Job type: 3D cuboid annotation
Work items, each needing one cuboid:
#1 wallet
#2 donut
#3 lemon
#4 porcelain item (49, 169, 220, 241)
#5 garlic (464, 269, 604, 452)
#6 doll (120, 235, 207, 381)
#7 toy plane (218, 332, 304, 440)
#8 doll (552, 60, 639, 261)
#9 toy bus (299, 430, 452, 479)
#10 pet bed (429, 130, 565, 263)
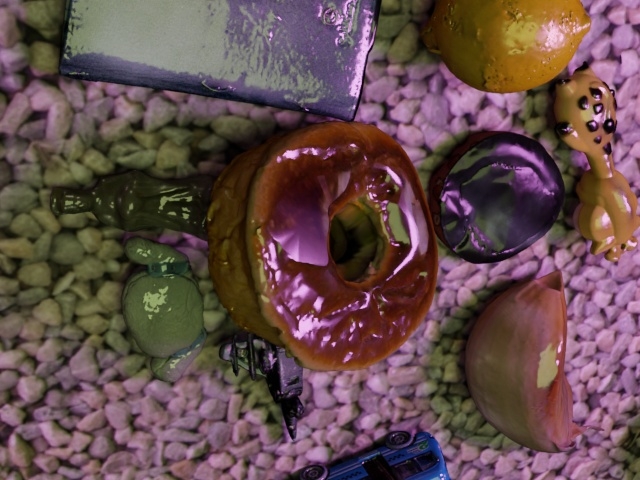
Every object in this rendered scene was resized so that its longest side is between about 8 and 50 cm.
[{"bbox_3d":[-0.113,-0.256,1.265,0.379,0.046,0.190,6,106,-22],"label":"wallet"},{"bbox_3d":[0.000,0.000,1.309,0.330,0.160,0.330,-6,98,-46],"label":"donut"},{"bbox_3d":[0.227,-0.267,1.324,0.206,0.173,0.173,-13,116,7],"label":"lemon"},{"bbox_3d":[-0.217,-0.048,1.301,0.216,0.069,0.081,4,113,-18],"label":"porcelain item"},{"bbox_3d":[0.332,0.220,1.577,0.196,0.151,0.338,-34,120,-20],"label":"garlic"},{"bbox_3d":[-0.197,0.087,1.351,0.104,0.071,0.214,-18,119,-13],"label":"doll"},{"bbox_3d":[-0.047,0.178,1.440,0.169,0.078,0.246,-15,115,-16],"label":"toy plane"},{"bbox_3d":[0.388,-0.106,1.496,0.117,0.086,0.291,-31,116,-21],"label":"doll"},{"bbox_3d":[0.076,0.376,1.534,0.246,0.134,0.113,-19,115,-13],"label":"toy bus"},{"bbox_3d":[0.240,-0.059,1.476,0.201,0.053,0.201,-8,113,-20],"label":"pet bed"}]
